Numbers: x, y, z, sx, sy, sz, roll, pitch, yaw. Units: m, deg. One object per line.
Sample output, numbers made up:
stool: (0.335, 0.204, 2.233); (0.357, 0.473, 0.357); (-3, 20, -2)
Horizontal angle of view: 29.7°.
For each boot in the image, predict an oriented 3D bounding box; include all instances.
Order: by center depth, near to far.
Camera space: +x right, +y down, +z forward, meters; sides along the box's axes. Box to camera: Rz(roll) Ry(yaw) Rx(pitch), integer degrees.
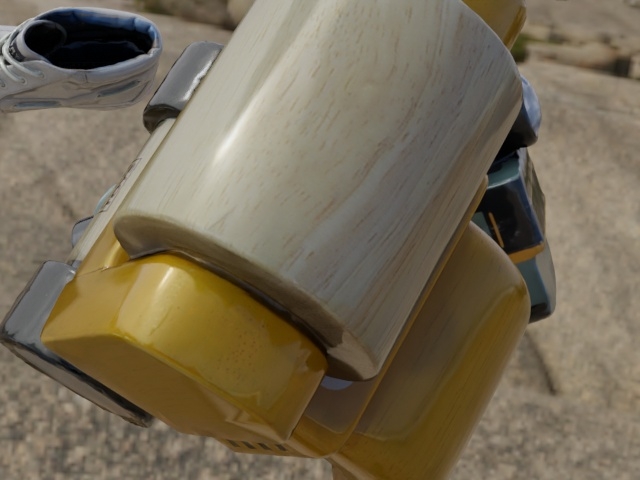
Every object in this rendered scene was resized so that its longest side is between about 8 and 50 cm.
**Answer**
boot: (-0.262, -0.157, 1.020); (0.258, 0.095, 0.123); (-7, -9, -17)

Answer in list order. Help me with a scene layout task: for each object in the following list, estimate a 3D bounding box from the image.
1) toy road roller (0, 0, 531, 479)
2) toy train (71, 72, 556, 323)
toy road roller: (0.012, 0.021, 0.582); (0.240, 0.202, 0.329); (35, -18, -14)
toy train: (0.000, 0.000, 0.811); (0.334, 0.190, 0.142); (-19, 17, 15)
